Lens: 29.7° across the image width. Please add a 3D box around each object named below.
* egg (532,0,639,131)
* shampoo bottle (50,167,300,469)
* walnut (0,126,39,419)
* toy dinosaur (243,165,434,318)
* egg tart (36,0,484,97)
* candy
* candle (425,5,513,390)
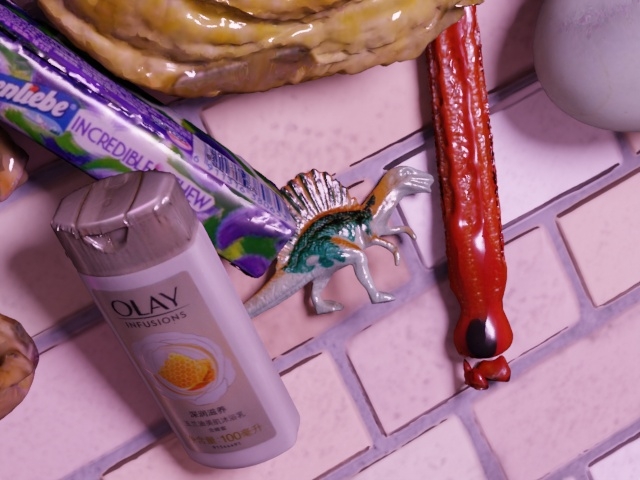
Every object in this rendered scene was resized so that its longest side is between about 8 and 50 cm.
[{"bbox_3d":[0.272,-0.177,0.868,0.264,0.183,0.183,-31,105,-6],"label":"egg"},{"bbox_3d":[-0.089,0.058,0.794,0.086,0.056,0.227,-11,127,16],"label":"shampoo bottle"},{"bbox_3d":[-0.281,0.013,0.721,0.204,0.141,0.238,18,47,-37],"label":"walnut"},{"bbox_3d":[-0.001,0.001,0.876,0.187,0.044,0.106,-9,85,-5],"label":"toy dinosaur"},{"bbox_3d":[-0.051,-0.249,0.758,0.339,0.153,0.351,-35,100,-14],"label":"egg tart"},{"bbox_3d":[-0.153,-0.083,0.784,0.312,0.088,0.061,35,103,-20],"label":"candy"},{"bbox_3d":[0.109,-0.049,0.897,0.048,0.051,0.329,-11,99,-20],"label":"candle"}]
